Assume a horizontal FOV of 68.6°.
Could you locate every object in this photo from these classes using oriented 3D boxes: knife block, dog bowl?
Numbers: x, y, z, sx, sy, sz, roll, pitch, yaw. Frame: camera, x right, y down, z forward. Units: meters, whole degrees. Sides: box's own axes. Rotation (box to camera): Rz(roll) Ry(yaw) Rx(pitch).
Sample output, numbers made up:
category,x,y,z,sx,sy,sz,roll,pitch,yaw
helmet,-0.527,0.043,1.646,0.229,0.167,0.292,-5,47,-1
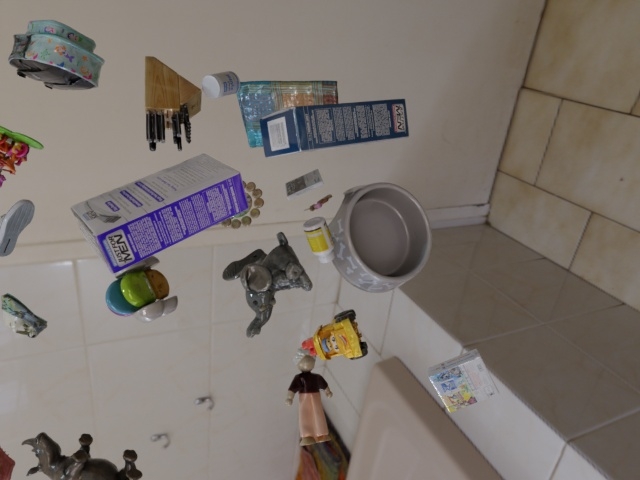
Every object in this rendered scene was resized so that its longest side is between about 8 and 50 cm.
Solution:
category,x,y,z,sx,sy,sz,roll,pitch,yaw
knife block,-0.472,-0.382,1.351,0.275,0.242,0.088,36,146,7
dog bowl,0.189,-0.018,1.433,0.102,0.348,0.349,-27,71,63

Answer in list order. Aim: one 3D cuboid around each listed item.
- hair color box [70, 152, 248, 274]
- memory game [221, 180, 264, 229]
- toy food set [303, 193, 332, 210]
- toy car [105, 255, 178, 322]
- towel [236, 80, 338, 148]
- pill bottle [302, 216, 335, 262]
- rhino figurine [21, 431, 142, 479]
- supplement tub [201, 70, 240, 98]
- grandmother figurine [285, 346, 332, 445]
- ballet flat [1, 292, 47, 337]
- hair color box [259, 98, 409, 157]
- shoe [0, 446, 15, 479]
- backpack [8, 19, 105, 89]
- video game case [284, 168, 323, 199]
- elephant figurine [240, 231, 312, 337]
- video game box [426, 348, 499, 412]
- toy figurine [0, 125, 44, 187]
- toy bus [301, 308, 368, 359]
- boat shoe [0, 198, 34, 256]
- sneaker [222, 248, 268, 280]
category,x,y,z,sx,sy,sz,roll,pitch,yaw
hair color box,-0.359,-0.075,1.071,0.185,0.338,0.110,30,138,43
memory game,-0.280,-0.124,1.606,0.012,0.186,0.186,53,-165,-63
toy food set,0.000,-0.134,1.704,0.019,0.122,0.078,60,158,-9
toy car,-0.441,0.125,1.122,0.159,0.136,0.182,64,-176,1
towel,-0.114,-0.454,1.715,0.040,0.370,0.272,-76,-15,-44
pill bottle,0.000,0.000,1.263,0.065,0.065,0.116,26,141,60
rhino figurine,-0.455,0.430,0.886,0.073,0.243,0.106,-67,-2,-73
supplement tub,-0.300,-0.472,1.422,0.071,0.107,0.071,13,120,23
grandmother figurine,-0.037,0.568,1.746,0.104,0.207,0.343,-26,64,37
ballet flat,-0.729,0.192,1.142,0.188,0.070,0.070,92,159,-60
hair color box,0.040,-0.287,1.195,0.173,0.347,0.105,6,107,55
shoe,-0.980,0.660,1.420,0.063,0.081,0.178,-47,43,7
backpack,-0.831,-0.585,1.508,0.253,0.225,0.191,18,90,31
video game case,-0.076,-0.256,2.126,0.190,0.173,0.022,-106,-9,-64
elephant figurine,-0.159,0.130,1.380,0.169,0.239,0.186,61,178,-32
video game box,0.488,0.484,1.607,0.205,0.187,0.048,58,-169,-26
toy figurine,-0.764,-0.179,1.101,0.130,0.173,0.159,81,-155,-74
toy bus,0.039,0.334,1.570,0.220,0.211,0.150,43,-152,-85
boat shoe,-1.034,-0.054,1.552,0.075,0.083,0.226,40,100,18
sneaker,-0.296,0.125,1.959,0.227,0.130,0.087,-28,48,17
